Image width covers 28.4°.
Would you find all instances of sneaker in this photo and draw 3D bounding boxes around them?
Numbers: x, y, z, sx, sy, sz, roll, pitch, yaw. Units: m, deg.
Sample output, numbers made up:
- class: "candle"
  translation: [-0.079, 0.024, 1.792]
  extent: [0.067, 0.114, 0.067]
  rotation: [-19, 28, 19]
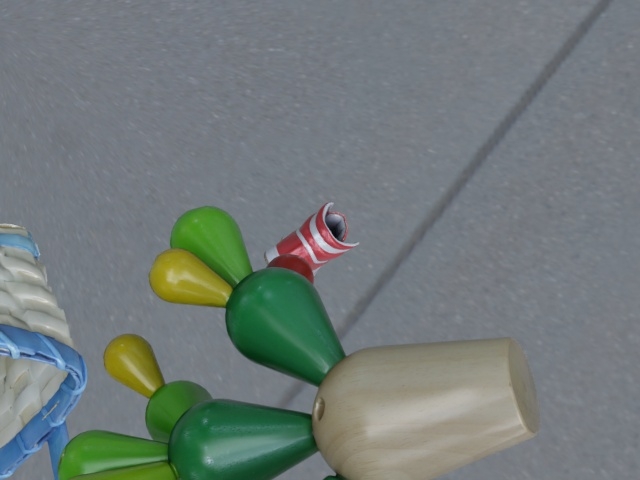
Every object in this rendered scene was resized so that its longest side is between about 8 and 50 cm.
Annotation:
- class: "sneaker"
  translation: [0.000, 0.000, 0.999]
  extent: [0.067, 0.118, 0.042]
  rotation: [-35, 90, 13]

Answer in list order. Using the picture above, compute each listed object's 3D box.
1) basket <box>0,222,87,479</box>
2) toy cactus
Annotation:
- class: "basket"
  translation: [-0.278, 0.120, 0.838]
  extent: [0.254, 0.289, 0.201]
  rotation: [16, 129, -32]
- class: "toy cactus"
  translation: [-0.010, 0.079, 0.449]
  extent: [0.180, 0.219, 0.112]
  rotation: [-16, 135, 21]
